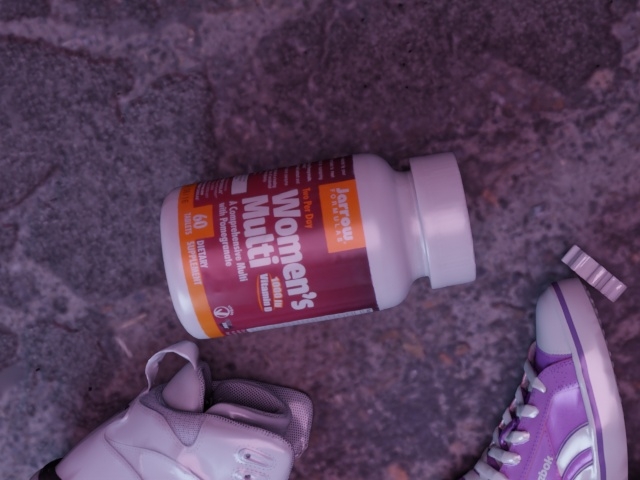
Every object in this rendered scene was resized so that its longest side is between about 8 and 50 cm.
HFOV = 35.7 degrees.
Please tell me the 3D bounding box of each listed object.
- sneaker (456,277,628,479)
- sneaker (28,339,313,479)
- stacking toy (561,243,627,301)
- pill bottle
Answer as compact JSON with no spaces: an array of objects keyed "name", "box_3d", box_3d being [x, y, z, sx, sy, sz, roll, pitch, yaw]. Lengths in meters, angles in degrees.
[{"name":"sneaker","box_3d":[0.155,0.173,0.783,0.161,0.102,0.282,-4,98,7]},{"name":"sneaker","box_3d":[-0.045,0.249,0.783,0.366,0.137,0.210,39,101,1]},{"name":"stacking toy","box_3d":[0.297,0.007,0.708,0.052,0.221,0.167,31,101,-40]},{"name":"pill bottle","box_3d":[0.000,0.000,0.756,0.221,0.121,0.121,-10,97,5]}]
